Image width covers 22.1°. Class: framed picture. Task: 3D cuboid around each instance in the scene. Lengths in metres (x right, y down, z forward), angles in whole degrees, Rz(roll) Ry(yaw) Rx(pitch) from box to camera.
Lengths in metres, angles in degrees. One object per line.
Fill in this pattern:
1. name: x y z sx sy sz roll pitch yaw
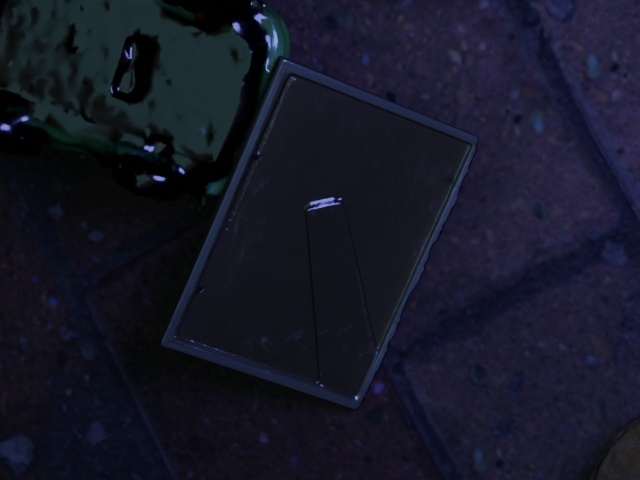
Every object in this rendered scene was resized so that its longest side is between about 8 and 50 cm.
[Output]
1. framed picture: 0.000 0.000 1.391 0.192 0.018 0.265 21 101 -16

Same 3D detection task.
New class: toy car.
1. toy car: -0.200 -0.172 1.444 0.358 0.176 0.213 18 99 10

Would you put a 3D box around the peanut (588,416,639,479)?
1. peanut: 0.265 0.220 1.306 0.120 0.110 0.236 38 98 38
